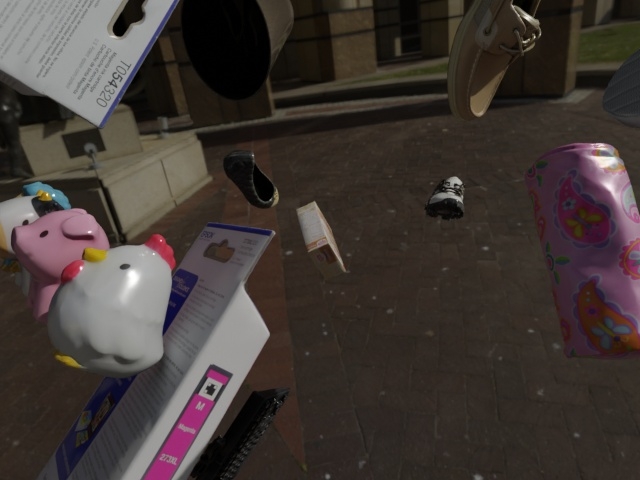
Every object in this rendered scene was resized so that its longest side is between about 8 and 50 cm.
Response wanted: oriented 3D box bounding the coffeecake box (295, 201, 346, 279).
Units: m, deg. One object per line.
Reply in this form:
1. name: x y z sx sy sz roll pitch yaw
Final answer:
1. coffeecake box: 0.000 0.000 1.306 0.068 0.142 0.185 -24 45 7

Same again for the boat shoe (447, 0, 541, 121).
1. boat shoe: 0.290 -0.336 0.700 0.109 0.302 0.098 -3 24 -43

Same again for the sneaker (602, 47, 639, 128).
1. sneaker: 0.334 -0.121 0.338 0.091 0.094 0.258 23 9 -9

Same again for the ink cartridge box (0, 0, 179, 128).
1. ink cartridge box: -0.347 -0.358 0.528 0.071 0.330 0.324 11 72 47

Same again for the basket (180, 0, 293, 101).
1. basket: -0.136 -0.396 0.823 0.154 0.204 0.226 2 36 12

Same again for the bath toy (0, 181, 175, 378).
1. bath toy: -0.267 0.020 0.476 0.348 0.151 0.129 18 76 44

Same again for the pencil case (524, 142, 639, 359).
1. pencil case: 0.358 0.012 0.589 0.124 0.284 0.124 -6 -14 -2

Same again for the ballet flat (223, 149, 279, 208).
1. ballet flat: -0.099 -0.091 0.710 0.049 0.057 0.173 -2 -15 15

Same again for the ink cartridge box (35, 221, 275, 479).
1. ink cartridge box: -0.165 0.151 0.452 0.176 0.069 0.370 8 66 55

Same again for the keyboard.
1. keyboard: -0.108 0.257 0.535 0.023 0.180 0.108 35 5 30

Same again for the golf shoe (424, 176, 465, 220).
1. golf shoe: 0.261 -0.092 0.919 0.077 0.093 0.198 18 4 5
